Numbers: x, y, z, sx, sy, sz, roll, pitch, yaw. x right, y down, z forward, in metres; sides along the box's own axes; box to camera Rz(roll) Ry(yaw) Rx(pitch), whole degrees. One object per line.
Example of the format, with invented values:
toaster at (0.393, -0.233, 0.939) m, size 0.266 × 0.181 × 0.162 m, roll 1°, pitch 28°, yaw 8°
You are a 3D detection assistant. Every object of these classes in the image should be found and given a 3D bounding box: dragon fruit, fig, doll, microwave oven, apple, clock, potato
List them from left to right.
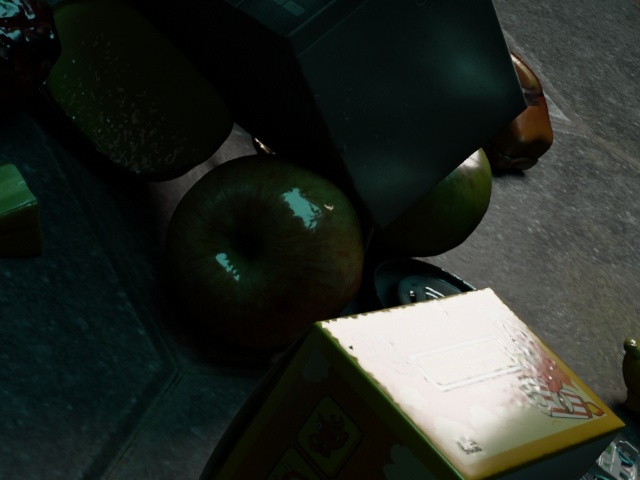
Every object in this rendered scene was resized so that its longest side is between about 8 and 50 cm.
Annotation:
dragon fruit at (-0.378, -0.224, 1.762) m, size 0.182 × 0.182 × 0.188 m, roll 12°, pitch 52°, yaw -36°
potato at (-0.229, -0.166, 1.883) m, size 0.272 × 0.160 × 0.111 m, roll 43°, pitch -13°, yaw 12°
apple at (-0.058, 0.012, 1.684) m, size 0.211 × 0.211 × 0.188 m, roll 39°, pitch 3°, yaw 10°
microwave oven at (-0.020, -0.265, 1.788) m, size 0.432 × 0.236 × 0.374 m, roll 39°, pitch -15°, yaw 42°
fig at (0.114, -0.058, 2.005) m, size 0.203 × 0.225 × 0.203 m, roll 2°, pitch 50°, yaw -2°
clock at (0.147, 0.106, 1.928) m, size 0.215 × 0.042 × 0.215 m, roll 26°, pitch 28°, yaw -15°
doll at (0.453, 0.222, 2.035) m, size 0.209 × 0.097 × 0.137 m, roll 63°, pitch 14°, yaw 25°

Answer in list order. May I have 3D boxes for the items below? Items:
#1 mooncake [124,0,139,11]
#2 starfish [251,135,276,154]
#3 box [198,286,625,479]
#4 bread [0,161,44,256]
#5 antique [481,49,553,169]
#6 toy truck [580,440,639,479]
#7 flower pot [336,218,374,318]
mooncake at (-0.151, -0.384, 2.141) m, size 0.161 × 0.290 × 0.290 m, roll 31°, pitch 27°, yaw -10°
starfish at (-0.022, -0.064, 2.012) m, size 0.240 × 0.043 × 0.227 m, roll 56°, pitch 19°, yaw 10°
box at (0.075, 0.208, 1.441) m, size 0.214 × 0.259 × 0.283 m, roll 44°, pitch 28°, yaw 25°
bread at (-0.357, -0.010, 1.600) m, size 0.139 × 0.084 × 0.074 m, roll -25°, pitch 57°, yaw -24°
antique at (0.254, -0.236, 2.512) m, size 0.224 × 0.129 × 0.278 m, roll 3°, pitch 42°, yaw -48°
toy truck at (0.280, 0.298, 1.698) m, size 0.125 × 0.101 × 0.242 m, roll 37°, pitch 29°, yaw -4°
flower pot at (0.000, 0.000, 1.838) m, size 0.107 × 0.157 × 0.157 m, roll 23°, pitch 27°, yaw 0°
